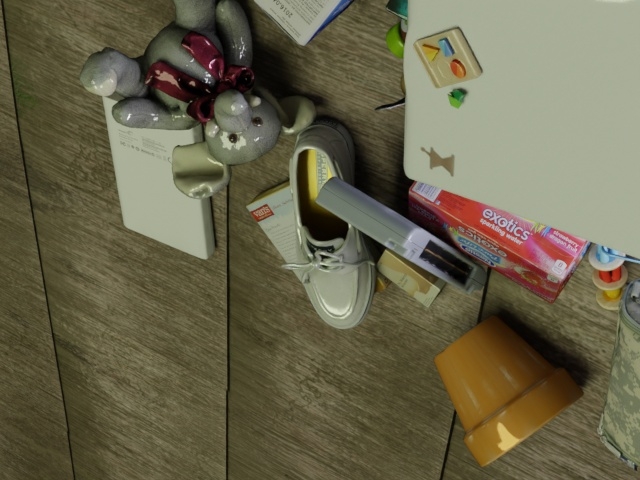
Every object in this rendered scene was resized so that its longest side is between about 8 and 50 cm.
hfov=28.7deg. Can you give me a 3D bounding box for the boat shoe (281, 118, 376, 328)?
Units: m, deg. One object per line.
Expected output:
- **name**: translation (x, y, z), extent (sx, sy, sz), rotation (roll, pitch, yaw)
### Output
- **boat shoe**: translation (0.010, 0.000, 2.012), extent (0.136, 0.156, 0.367), rotation (3, 116, 15)

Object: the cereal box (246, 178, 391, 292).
- **cereal box**: translation (0.000, 0.000, 2.162), extent (0.173, 0.047, 0.240), rotation (-21, 109, 46)

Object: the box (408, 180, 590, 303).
- **box**: translation (0.266, -0.037, 1.816), extent (0.257, 0.128, 0.122), rotation (31, 165, 14)

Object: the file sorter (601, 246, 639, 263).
- **file sorter**: translation (0.446, -0.062, 1.679), extent (0.118, 0.104, 0.170), rotation (13, 132, 23)

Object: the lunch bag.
- **lunch bag**: translation (0.530, 0.198, 1.747), extent (0.256, 0.212, 0.305), rotation (14, 135, 20)

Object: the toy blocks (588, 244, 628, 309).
- **toy blocks**: translation (0.448, 0.048, 1.795), extent (0.123, 0.054, 0.148), rotation (16, 149, 29)

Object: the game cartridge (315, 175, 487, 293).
- **game cartridge**: translation (0.120, -0.009, 1.902), extent (0.198, 0.062, 0.297), rotation (38, -175, 31)

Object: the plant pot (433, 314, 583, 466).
- **plant pot**: translation (0.289, 0.232, 2.030), extent (0.188, 0.205, 0.205), rotation (54, 142, 10)

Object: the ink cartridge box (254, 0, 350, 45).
- **ink cartridge box**: translation (-0.024, -0.456, 1.689), extent (0.270, 0.151, 0.395), rotation (45, 139, -2)

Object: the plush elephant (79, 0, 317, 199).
- **plush elephant**: translation (-0.167, -0.221, 1.945), extent (0.255, 0.272, 0.330), rotation (42, 172, 23)

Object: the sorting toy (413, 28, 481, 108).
- **sorting toy**: translation (0.136, -0.175, 1.294), extent (0.062, 0.012, 0.083), rotation (-12, 116, 46)

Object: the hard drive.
- **hard drive**: translation (-0.296, -0.121, 2.307), extent (0.203, 0.040, 0.307), rotation (21, 136, 25)

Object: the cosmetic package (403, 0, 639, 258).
- **cosmetic package**: translation (0.324, -0.249, 1.392), extent (0.327, 0.393, 0.329), rotation (22, 137, 24)

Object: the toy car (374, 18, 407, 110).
- **toy car**: translation (0.144, -0.243, 1.710), extent (0.149, 0.188, 0.155), rotation (49, 140, -7)

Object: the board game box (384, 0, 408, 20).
- **board game box**: translation (0.183, -0.352, 1.619), extent (0.126, 0.026, 0.186), rotation (31, 99, 14)

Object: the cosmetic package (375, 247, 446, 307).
- **cosmetic package**: translation (0.153, 0.053, 2.086), extent (0.115, 0.041, 0.060), rotation (36, 141, 9)
